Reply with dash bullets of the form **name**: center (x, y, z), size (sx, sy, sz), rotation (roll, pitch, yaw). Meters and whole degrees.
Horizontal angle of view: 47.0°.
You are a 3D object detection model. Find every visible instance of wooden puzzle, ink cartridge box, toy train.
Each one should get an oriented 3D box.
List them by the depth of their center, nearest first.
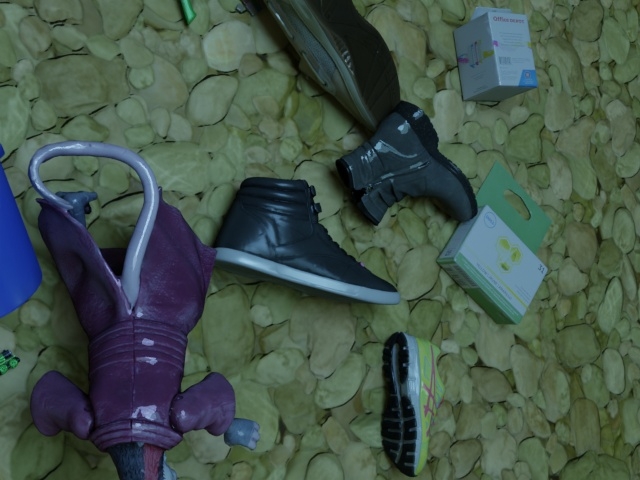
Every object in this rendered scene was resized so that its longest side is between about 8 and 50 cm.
- **toy train**: center (-0.378, 0.150, 0.823), size (0.083, 0.017, 0.024), rotation (-32, 90, -30)
- **wooden puzzle**: center (-0.095, -0.356, 1.064), size (0.083, 0.006, 0.049), rotation (-44, 106, -28)
- **ink cartridge box**: center (0.314, -0.001, 1.238), size (0.171, 0.056, 0.235), rotation (43, 67, -19)
- **ink cartridge box**: center (0.293, -0.317, 1.243), size (0.092, 0.090, 0.143), rotation (-5, 85, -32)

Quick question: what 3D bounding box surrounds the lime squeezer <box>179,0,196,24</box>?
- **lime squeezer**: center (-0.253, -0.436, 0.963), size (0.110, 0.059, 0.310), rotation (-45, 110, 7)

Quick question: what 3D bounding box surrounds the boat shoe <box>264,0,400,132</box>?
- **boat shoe**: center (0.019, -0.275, 1.072), size (0.302, 0.098, 0.109), rotation (50, 55, -37)

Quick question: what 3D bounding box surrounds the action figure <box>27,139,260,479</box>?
- **action figure**: center (-0.182, 0.114, 0.789), size (0.248, 0.276, 0.370), rotation (-3, 57, -14)

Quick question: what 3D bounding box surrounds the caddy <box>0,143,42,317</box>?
- **caddy**: center (-0.400, -0.015, 0.657), size (0.241, 0.341, 0.179), rotation (-25, 112, -26)

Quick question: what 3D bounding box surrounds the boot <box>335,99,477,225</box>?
- **boot**: center (0.129, -0.080, 1.129), size (0.161, 0.083, 0.246), rotation (-45, 124, -6)

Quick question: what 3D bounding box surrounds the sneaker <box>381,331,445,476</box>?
- **sneaker**: center (0.149, 0.242, 1.092), size (0.094, 0.081, 0.209), rotation (9, 79, -32)

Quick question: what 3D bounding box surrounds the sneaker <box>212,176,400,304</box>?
- **sneaker**: center (0.000, 0.000, 1.017), size (0.295, 0.104, 0.147), rotation (19, 76, -26)
